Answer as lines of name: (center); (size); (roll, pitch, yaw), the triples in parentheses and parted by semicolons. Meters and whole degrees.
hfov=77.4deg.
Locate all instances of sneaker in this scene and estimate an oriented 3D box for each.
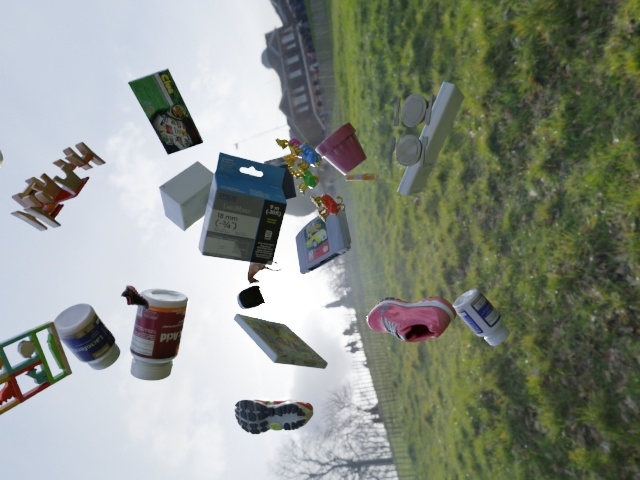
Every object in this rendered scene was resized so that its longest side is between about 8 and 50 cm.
sneaker: (-0.152, 0.572, 1.316); (0.118, 0.280, 0.107); (18, -111, -67)
sneaker: (0.256, 0.255, 1.247); (0.136, 0.314, 0.115); (-45, -70, -43)
sneaker: (-0.647, 0.210, 1.390); (0.119, 0.047, 0.057); (60, -141, -35)

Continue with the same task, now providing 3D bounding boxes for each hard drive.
hard drive: (0.367, -0.323, 1.324); (0.233, 0.047, 0.352); (-21, -44, -63)

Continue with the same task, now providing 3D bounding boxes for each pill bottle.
pill bottle: (0.571, 0.273, 1.410); (0.186, 0.112, 0.112); (50, -165, 3)
pill bottle: (-0.912, 0.386, 1.578); (0.153, 0.154, 0.264); (-86, -12, -50)
pill bottle: (-0.776, 0.446, 1.908); (0.224, 0.224, 0.391); (-9, -68, -75)

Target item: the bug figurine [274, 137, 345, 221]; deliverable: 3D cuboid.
bug figurine: (-0.027, -0.189, 1.123); (0.216, 0.072, 0.278); (49, 170, 40)

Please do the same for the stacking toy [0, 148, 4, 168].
stacking toy: (-0.900, -0.160, 0.755); (0.351, 0.481, 0.349); (171, 90, -67)

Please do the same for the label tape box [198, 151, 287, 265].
label tape box: (-0.249, -0.100, 1.329); (0.106, 0.241, 0.333); (32, 109, 63)

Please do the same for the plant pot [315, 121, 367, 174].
plant pot: (0.109, -0.410, 1.838); (0.180, 0.201, 0.201); (52, -161, -6)

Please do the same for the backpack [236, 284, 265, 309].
backpack: (-0.336, 0.274, 1.884); (0.115, 0.084, 0.104); (-18, -98, -33)

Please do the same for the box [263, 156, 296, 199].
box: (-0.184, -0.278, 1.801); (0.158, 0.093, 0.155); (-134, 31, -58)

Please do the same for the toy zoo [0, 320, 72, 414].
toy zoo: (-0.905, 0.387, 1.166); (0.293, 0.030, 0.192); (-33, -65, -57)

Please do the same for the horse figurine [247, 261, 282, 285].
horse figurine: (-0.297, 0.078, 1.900); (0.066, 0.175, 0.263); (-68, -36, -65)

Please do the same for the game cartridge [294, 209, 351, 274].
game cartridge: (0.000, 0.000, 1.628); (0.060, 0.294, 0.195); (15, -124, -37)

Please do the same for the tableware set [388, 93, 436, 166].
tableware set: (0.256, -0.297, 1.089); (0.039, 0.128, 0.193); (-2, -76, -37)

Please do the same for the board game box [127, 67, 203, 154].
board game box: (-0.512, -0.426, 1.341); (0.030, 0.136, 0.259); (-103, -5, -53)

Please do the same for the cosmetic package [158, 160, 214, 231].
cosmetic package: (-0.591, -0.200, 1.823); (0.224, 0.138, 0.224); (-46, -14, -30)

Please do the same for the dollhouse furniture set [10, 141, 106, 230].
dollhouse furniture set: (-0.800, -0.142, 1.224); (0.135, 0.260, 0.261); (50, -137, -42)

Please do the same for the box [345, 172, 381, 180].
box: (0.158, -0.243, 1.523); (0.136, 0.081, 0.028); (18, 111, 58)

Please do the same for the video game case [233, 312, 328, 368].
video game case: (-0.115, 0.288, 1.148); (0.206, 0.026, 0.227); (25, -176, -45)
